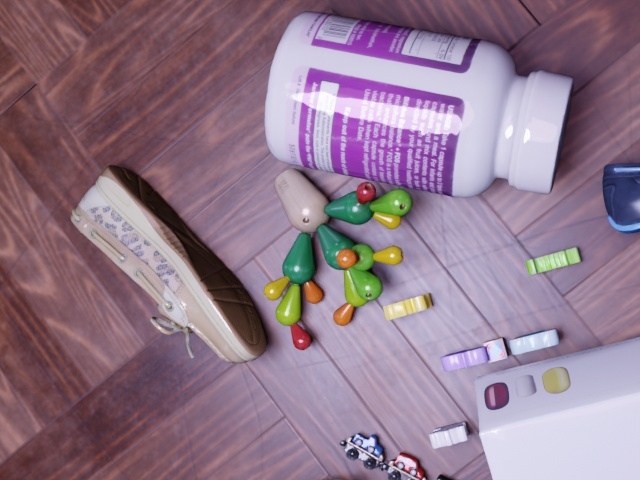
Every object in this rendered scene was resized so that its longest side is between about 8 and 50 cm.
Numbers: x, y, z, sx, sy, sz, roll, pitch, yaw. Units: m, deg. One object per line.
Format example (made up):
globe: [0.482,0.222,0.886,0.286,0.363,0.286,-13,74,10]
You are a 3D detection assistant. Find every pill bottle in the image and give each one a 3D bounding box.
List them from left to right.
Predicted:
pill bottle: [0.106,-0.137,1.281,0.302,0.169,0.169,13,92,12]

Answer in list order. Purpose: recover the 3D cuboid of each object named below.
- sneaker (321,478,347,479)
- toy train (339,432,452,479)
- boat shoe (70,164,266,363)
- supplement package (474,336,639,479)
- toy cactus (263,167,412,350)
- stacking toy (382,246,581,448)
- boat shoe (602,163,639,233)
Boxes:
sneaker: [-0.078,0.362,1.352,0.302,0.108,0.121,-26,85,19]
toy train: [0.095,0.256,1.351,0.158,0.027,0.036,27,91,11]
boat shoe: [-0.171,0.040,1.379,0.089,0.104,0.285,-45,71,13]
supplement package: [0.307,0.221,1.216,0.262,0.145,0.204,-15,104,9]
toy cactus: [0.000,0.000,1.331,0.180,0.112,0.219,55,128,24]
stacking toy: [0.196,0.118,1.319,0.221,0.052,0.166,-18,86,11]
boat shoe: [0.418,-0.080,1.248,0.258,0.109,0.089,-16,83,9]
